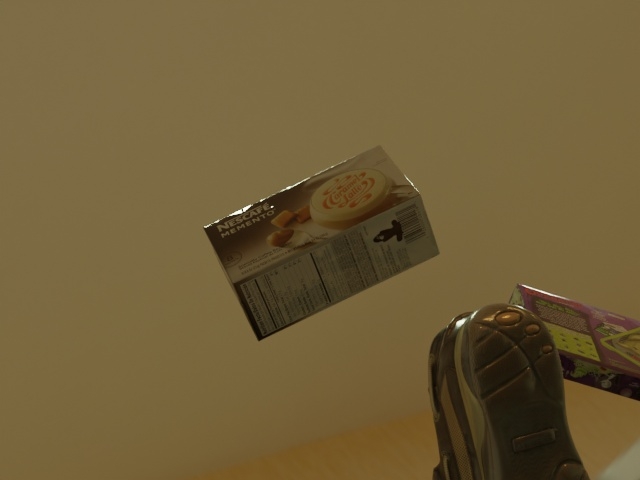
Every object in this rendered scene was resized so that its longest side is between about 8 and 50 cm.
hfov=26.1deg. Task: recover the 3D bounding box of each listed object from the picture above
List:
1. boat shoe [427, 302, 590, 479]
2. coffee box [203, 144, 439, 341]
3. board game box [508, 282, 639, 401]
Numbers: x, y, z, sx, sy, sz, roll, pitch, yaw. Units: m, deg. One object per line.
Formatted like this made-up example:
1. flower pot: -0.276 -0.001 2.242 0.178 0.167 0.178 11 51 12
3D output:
1. boat shoe: 0.186 0.240 1.366 0.132 0.130 0.355 -5 -94 -26
2. coffee box: 0.000 0.000 1.682 0.246 0.141 0.098 -25 -56 -5
3. board game box: 0.478 0.180 2.188 0.346 0.208 0.056 17 -61 -9
